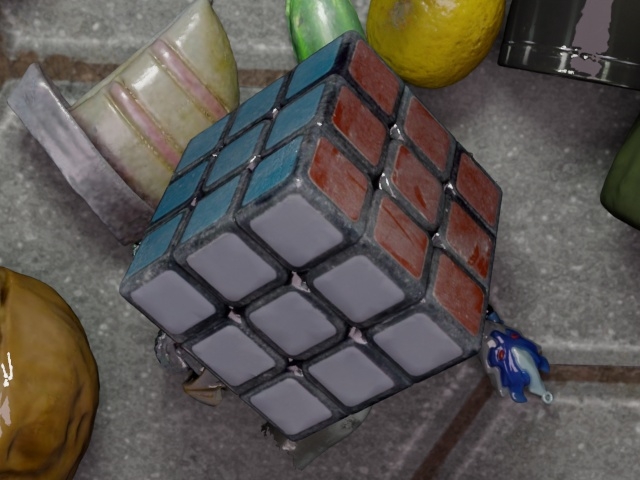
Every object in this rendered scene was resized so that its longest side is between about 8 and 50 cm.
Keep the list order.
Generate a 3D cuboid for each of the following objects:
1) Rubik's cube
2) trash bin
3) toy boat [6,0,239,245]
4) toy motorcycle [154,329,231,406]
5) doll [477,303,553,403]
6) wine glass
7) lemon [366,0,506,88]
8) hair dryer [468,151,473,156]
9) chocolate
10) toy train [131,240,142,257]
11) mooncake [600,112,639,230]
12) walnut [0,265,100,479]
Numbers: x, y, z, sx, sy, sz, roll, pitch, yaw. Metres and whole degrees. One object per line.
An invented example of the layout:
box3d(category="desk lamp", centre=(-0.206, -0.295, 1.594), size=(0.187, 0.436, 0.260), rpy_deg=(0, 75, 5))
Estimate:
box3d(category="Rubik's cube", centre=(0.000, 0.000, 1.498), size=(0.301, 0.305, 0.304), rpy_deg=(-30, 115, 33))
box3d(category="trash bin", centre=(0.347, -0.345, 1.570), size=(0.252, 0.203, 0.302), rpy_deg=(15, 100, 32))
box3d(category="toy boat", centre=(-0.222, -0.136, 1.645), size=(0.293, 0.111, 0.276), rpy_deg=(-23, 107, -8))
box3d(category="toy motorcycle", centre=(-0.103, 0.141, 1.707), size=(0.229, 0.094, 0.130), rpy_deg=(-17, 105, -11))
box3d(category="doll", centre=(0.244, 0.149, 1.725), size=(0.195, 0.070, 0.096), rpy_deg=(45, 65, -6))
box3d(category="wine glass", centre=(0.028, 0.206, 1.710), size=(0.222, 0.103, 0.103), rpy_deg=(-44, 98, 6))
box3d(category="lemon", centre=(0.145, -0.283, 1.585), size=(0.170, 0.170, 0.207), rpy_deg=(26, 122, -6))
box3d(category="hair dryer", centre=(0.083, -0.028, 1.694), size=(0.220, 0.053, 0.195), rpy_deg=(4, 100, -1))
box3d(category="chocolate", centre=(0.016, -0.242, 1.634), size=(0.110, 0.110, 0.291), rpy_deg=(-17, 98, 2))
box3d(category="toy train", centre=(-0.210, 0.029, 1.710), size=(0.092, 0.029, 0.045), rpy_deg=(43, 89, -7))
box3d(category="mooncake", centre=(0.527, -0.044, 1.552), size=(0.356, 0.356, 0.194), rpy_deg=(29, 96, -6))
box3d(category="walnut", centre=(-0.465, 0.215, 1.596), size=(0.354, 0.308, 0.398), rpy_deg=(27, 96, -21))
